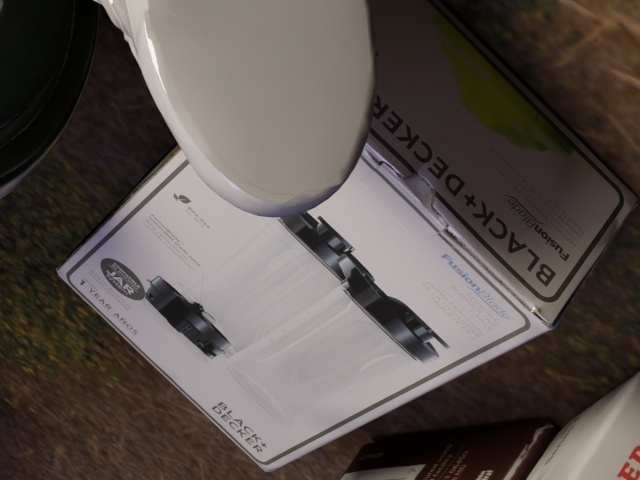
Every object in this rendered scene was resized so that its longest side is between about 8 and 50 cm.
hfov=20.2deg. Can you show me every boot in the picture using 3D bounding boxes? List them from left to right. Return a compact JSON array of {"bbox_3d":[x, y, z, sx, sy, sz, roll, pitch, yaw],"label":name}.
[{"bbox_3d":[-0.057,-0.116,0.735,0.123,0.095,0.258,131,124,-65],"label":"boot"}]

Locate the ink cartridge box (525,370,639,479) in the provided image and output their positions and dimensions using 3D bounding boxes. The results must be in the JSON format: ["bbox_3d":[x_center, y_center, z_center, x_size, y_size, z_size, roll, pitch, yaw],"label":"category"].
[{"bbox_3d":[0.184,0.193,0.860,0.219,0.160,0.092,38,146,2],"label":"ink cartridge box"}]

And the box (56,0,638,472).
[{"bbox_3d":[0.000,0.000,0.881,0.169,0.087,0.290,44,148,-5],"label":"box"}]

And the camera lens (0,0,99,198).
[{"bbox_3d":[-0.261,-0.116,0.882,0.274,0.219,0.219,2,132,45],"label":"camera lens"}]

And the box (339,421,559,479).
[{"bbox_3d":[0.088,0.232,0.996,0.167,0.168,0.203,-16,118,51],"label":"box"}]
